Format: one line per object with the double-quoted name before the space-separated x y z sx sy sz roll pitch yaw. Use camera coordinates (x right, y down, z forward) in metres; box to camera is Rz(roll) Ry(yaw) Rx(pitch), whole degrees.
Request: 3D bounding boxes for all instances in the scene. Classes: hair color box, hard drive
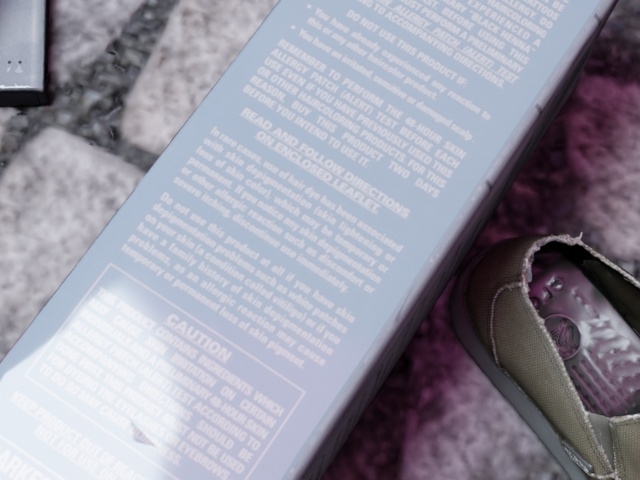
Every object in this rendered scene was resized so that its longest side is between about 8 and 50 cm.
"hair color box" 0.000 0.000 0.525 0.113 0.185 0.374 33 72 8
"hard drive" -0.193 -0.137 0.644 0.094 0.022 0.135 -2 71 -4

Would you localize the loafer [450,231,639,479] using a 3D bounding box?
"loafer" 0.160 0.092 0.556 0.251 0.087 0.094 44 74 11
